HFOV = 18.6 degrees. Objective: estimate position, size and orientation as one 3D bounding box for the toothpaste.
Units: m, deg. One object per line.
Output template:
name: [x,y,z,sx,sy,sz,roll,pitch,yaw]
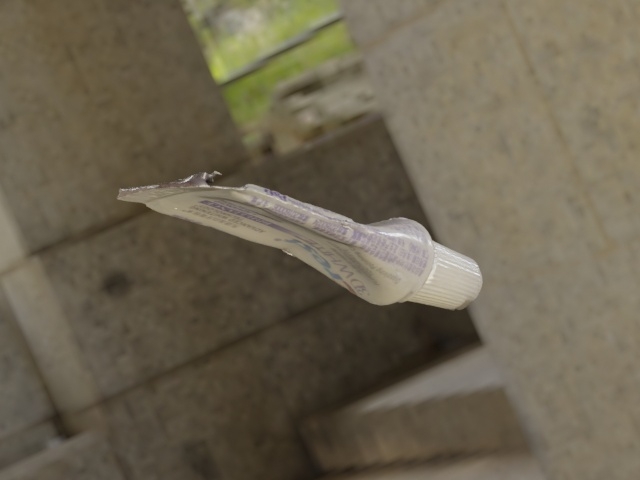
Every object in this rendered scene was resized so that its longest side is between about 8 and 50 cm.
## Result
toothpaste: [0.001,-0.001,1.388,0.282,0.068,0.099,16,-43,-36]
